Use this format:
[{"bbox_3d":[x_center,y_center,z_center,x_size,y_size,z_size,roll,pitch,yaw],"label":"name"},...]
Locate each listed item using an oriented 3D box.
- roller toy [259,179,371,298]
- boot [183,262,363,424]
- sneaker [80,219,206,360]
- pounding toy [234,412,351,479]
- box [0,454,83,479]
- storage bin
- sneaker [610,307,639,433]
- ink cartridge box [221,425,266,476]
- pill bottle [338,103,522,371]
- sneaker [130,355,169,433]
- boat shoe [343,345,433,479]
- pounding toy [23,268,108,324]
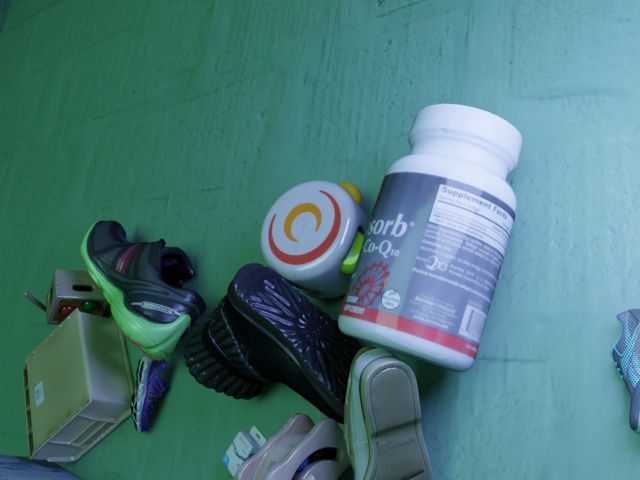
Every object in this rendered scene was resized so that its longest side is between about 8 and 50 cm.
[{"bbox_3d":[0.000,0.000,1.149,0.191,0.146,0.209,-25,58,16],"label":"roller toy"},{"bbox_3d":[-0.070,0.228,1.107,0.348,0.131,0.260,45,128,12],"label":"boot"},{"bbox_3d":[-0.399,0.084,1.457,0.202,0.185,0.483,-38,45,-12],"label":"sneaker"},{"bbox_3d":[-0.024,0.385,0.936,0.154,0.269,0.154,-7,112,46],"label":"pounding toy"},{"bbox_3d":[-0.684,0.564,1.390,0.231,0.262,0.127,3,73,41],"label":"box"},{"bbox_3d":[-0.580,0.345,1.497,0.260,0.123,0.262,-41,51,19],"label":"storage bin"},{"bbox_3d":[0.408,0.162,0.809,0.076,0.065,0.167,-7,63,55],"label":"sneaker"},{"bbox_3d":[-0.142,0.390,1.176,0.048,0.028,0.083,36,95,43],"label":"ink cartridge box"},{"bbox_3d":[0.175,-0.003,0.963,0.210,0.210,0.363,10,77,42],"label":"pill bottle"},{"bbox_3d":[-0.365,0.335,1.365,0.068,0.071,0.170,24,103,62],"label":"sneaker"},{"bbox_3d":[0.094,0.302,0.931,0.103,0.113,0.303,-146,54,-71],"label":"boat shoe"},{"bbox_3d":[-0.644,0.169,1.583,0.206,0.181,0.094,-52,43,40],"label":"pounding toy"}]
